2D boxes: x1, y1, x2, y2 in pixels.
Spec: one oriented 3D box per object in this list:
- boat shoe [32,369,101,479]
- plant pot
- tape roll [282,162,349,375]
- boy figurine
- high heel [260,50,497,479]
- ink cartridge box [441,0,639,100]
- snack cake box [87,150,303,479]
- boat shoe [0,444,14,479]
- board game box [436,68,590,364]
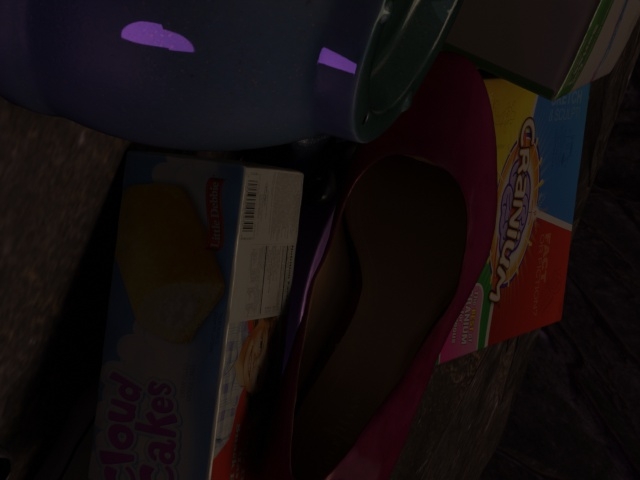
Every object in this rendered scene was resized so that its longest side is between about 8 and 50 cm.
[{"bbox_3d":[-0.167,0.183,1.387,0.226,0.076,0.083,-58,166,-26],"label":"boat shoe"},{"bbox_3d":[-0.025,-0.168,1.032,0.293,0.196,0.293,-58,165,-26],"label":"plant pot"},{"bbox_3d":[0.018,0.044,1.631,0.275,0.090,0.274,-29,125,-52],"label":"tape roll"},{"bbox_3d":[0.002,-0.149,1.400,0.177,0.092,0.285,-55,163,-35],"label":"boy figurine"},{"bbox_3d":[0.052,0.025,1.372,0.181,0.127,0.377,68,34,-79],"label":"high heel"},{"bbox_3d":[0.163,-0.222,1.642,0.117,0.201,0.278,-68,167,16],"label":"ink cartridge box"},{"bbox_3d":[-0.085,0.074,1.320,0.152,0.089,0.264,0,97,-76],"label":"snack cake box"},{"bbox_3d":[-0.241,0.145,1.053,0.206,0.065,0.075,-34,147,-65],"label":"boat shoe"},{"bbox_3d":[0.137,-0.030,1.646,0.316,0.064,0.242,-12,110,-60],"label":"board game box"}]
